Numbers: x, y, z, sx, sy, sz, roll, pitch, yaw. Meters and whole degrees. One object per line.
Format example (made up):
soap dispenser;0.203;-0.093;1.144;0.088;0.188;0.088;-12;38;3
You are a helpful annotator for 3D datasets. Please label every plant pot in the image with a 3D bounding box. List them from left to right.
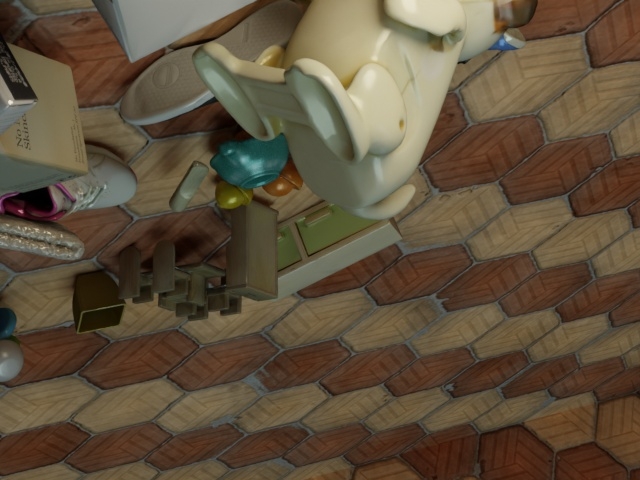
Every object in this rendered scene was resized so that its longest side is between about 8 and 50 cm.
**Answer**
plant pot;-0.394;0.103;2.462;0.081;0.083;0.081;-10;151;-23

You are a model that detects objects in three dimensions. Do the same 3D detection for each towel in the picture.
towel;-0.484;-0.024;2.009;0.282;0.049;0.187;14;-177;-21

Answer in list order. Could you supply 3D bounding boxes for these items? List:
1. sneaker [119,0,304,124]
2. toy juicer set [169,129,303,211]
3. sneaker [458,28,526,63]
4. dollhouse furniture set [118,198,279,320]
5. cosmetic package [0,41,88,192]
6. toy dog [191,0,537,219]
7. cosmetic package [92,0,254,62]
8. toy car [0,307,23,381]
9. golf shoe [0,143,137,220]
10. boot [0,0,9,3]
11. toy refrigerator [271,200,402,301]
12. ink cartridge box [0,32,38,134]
sneaker;-0.135;-0.219;2.024;0.295;0.105;0.147;-28;148;3
toy juicer set;-0.131;-0.120;2.254;0.329;0.090;0.209;-9;165;-41
sneaker;0.245;-0.310;2.193;0.152;0.058;0.084;10;134;-40
dollhouse furniture set;-0.201;0.030;2.466;0.242;0.161;0.212;-10;161;30
cosmetic package;-0.421;-0.161;1.763;0.113;0.160;0.309;-14;173;17
toy dog;0.110;-0.260;1.876;0.408;0.284;0.395;-50;120;-19
cosmetic package;-0.101;-0.388;1.543;0.385;0.217;0.156;-28;155;-9
toy car;-0.590;0.157;2.381;0.182;0.159;0.136;1;110;-37
golf shoe;-0.384;-0.073;2.062;0.306;0.140;0.115;7;126;-46
boot;-0.356;-0.355;1.617;0.189;0.076;0.208;-32;172;-40
toy refrigerator;0.000;0.000;2.549;0.269;0.102;0.094;-26;154;10
ink cartridge box;-0.497;-0.194;1.578;0.307;0.304;0.072;-35;171;28
